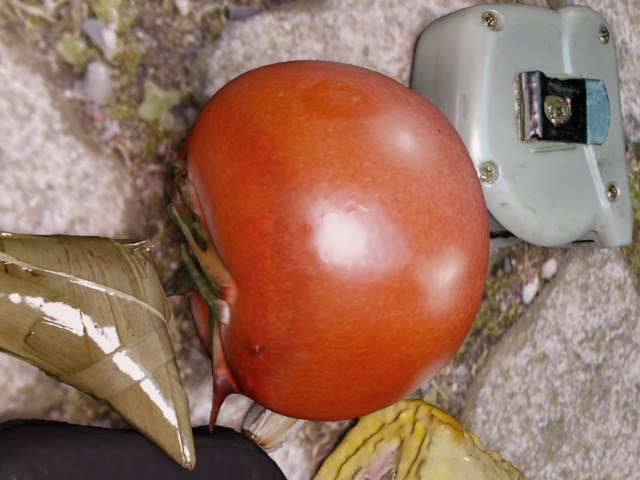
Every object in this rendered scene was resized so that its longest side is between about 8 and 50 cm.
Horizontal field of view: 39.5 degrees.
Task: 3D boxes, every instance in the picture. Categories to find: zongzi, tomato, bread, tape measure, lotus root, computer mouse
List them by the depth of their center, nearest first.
[{"bbox_3d":[-0.180,0.075,0.577,0.189,0.081,0.178,3,52,-35],"label":"zongzi"},{"bbox_3d":[-0.144,0.215,0.609,0.323,0.116,0.183,16,67,-46],"label":"computer mouse"},{"bbox_3d":[0.000,0.000,0.640,0.224,0.256,0.256,-5,91,-18],"label":"tomato"},{"bbox_3d":[-0.032,0.142,0.744,0.083,0.030,0.037,-44,109,-32],"label":"lotus root"},{"bbox_3d":[0.147,0.322,0.782,0.375,0.165,0.237,43,69,-26],"label":"bread"},{"bbox_3d":[0.205,-0.104,0.868,0.246,0.125,0.243,-7,91,-36],"label":"tape measure"}]
